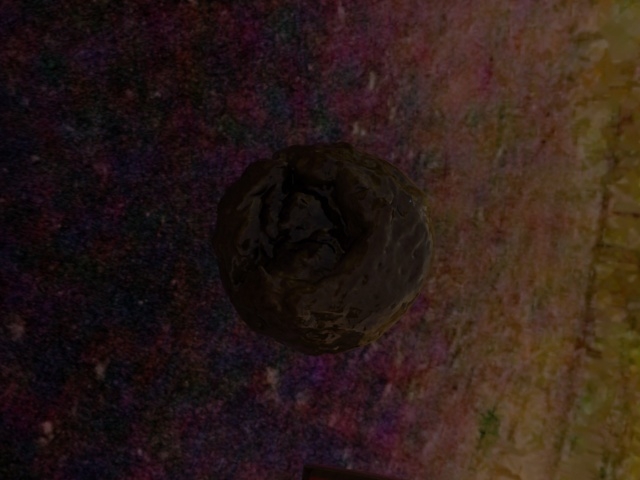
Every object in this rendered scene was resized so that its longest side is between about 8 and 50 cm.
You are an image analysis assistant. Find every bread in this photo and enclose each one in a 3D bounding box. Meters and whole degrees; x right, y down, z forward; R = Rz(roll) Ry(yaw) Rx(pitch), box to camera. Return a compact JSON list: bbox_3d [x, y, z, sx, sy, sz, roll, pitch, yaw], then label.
[{"bbox_3d":[0.000,0.000,0.600,0.123,0.230,0.229,76,34,-68],"label":"bread"}]

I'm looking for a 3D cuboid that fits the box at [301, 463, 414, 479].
[{"bbox_3d":[0.040,0.422,0.765,0.074,0.153,0.239,51,45,-68],"label":"box"}]
